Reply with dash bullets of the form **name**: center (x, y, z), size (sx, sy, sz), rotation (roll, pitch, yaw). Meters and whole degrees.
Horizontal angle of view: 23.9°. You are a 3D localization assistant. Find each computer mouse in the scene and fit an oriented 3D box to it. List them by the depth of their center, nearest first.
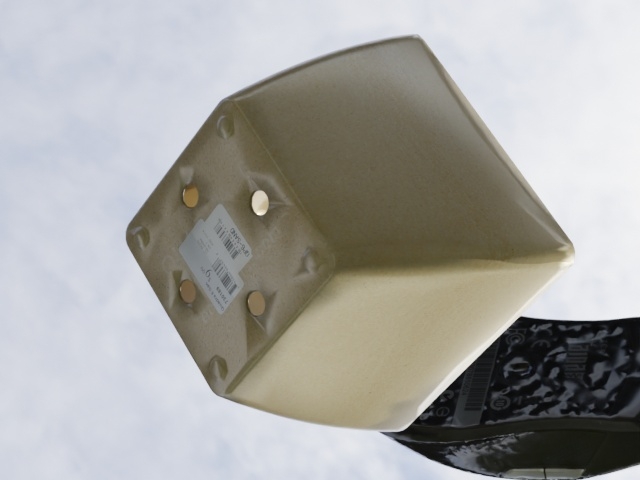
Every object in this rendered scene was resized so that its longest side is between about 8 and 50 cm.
- **computer mouse**: center (0.144, 0.111, 0.770), size (0.262, 0.184, 0.060), rotation (-6, -52, 17)

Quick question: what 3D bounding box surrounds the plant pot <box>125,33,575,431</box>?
- **plant pot**: center (0.000, 0.000, 0.525), size (0.096, 0.109, 0.109), rotation (-4, -37, -48)
